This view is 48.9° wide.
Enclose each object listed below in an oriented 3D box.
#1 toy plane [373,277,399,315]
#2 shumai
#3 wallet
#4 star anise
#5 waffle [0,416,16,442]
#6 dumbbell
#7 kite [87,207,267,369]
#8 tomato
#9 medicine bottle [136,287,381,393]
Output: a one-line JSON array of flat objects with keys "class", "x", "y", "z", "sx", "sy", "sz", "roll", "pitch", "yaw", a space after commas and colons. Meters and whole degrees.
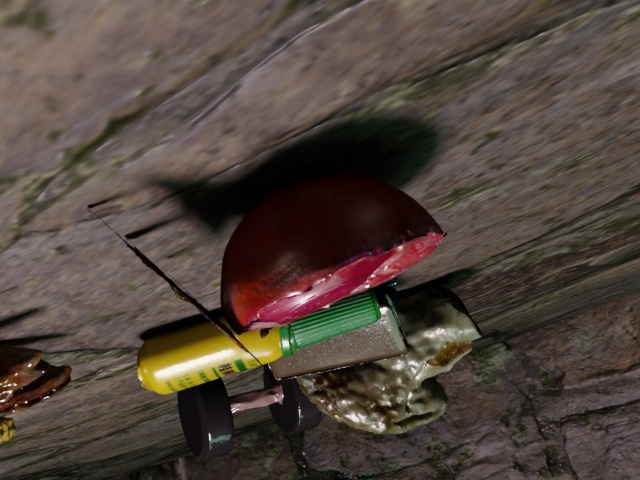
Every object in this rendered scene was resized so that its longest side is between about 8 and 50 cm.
[{"class": "toy plane", "x": 0.032, "y": 0.116, "z": 1.016, "sx": 0.235, "sy": 0.060, "sz": 0.096, "roll": -30, "pitch": 138, "yaw": 28}, {"class": "shumai", "x": 0.097, "y": 0.157, "z": 1.090, "sx": 0.272, "sy": 0.222, "sz": 0.203, "roll": -1, "pitch": 122, "yaw": -25}, {"class": "wallet", "x": 0.014, "y": 0.137, "z": 0.981, "sx": 0.198, "sy": 0.031, "sz": 0.110, "roll": -14, "pitch": 124, "yaw": 14}, {"class": "star anise", "x": -0.384, "y": 0.151, "z": 0.674, "sx": 0.288, "sy": 0.088, "sz": 0.288, "roll": -15, "pitch": 161, "yaw": -6}, {"class": "waffle", "x": -0.509, "y": 0.270, "z": 0.940, "sx": 0.191, "sy": 0.038, "sz": 0.191, "roll": -7, "pitch": 177, "yaw": 0}, {"class": "dumbbell", "x": -0.121, "y": 0.274, "z": 1.205, "sx": 0.218, "sy": 0.152, "sz": 0.152, "roll": -9, "pitch": 161, "yaw": -26}, {"class": "kite", "x": -0.098, "y": 0.049, "z": 0.536, "sx": 0.010, "sy": 0.160, "sz": 0.183, "roll": -48, "pitch": 161, "yaw": -9}, {"class": "tomato", "x": 0.000, "y": 0.000, "z": 0.555, "sx": 0.173, "sy": 0.099, "sz": 0.189, "roll": -33, "pitch": 169, "yaw": 30}, {"class": "medicine bottle", "x": -0.075, "y": 0.118, "z": 0.892, "sx": 0.309, "sy": 0.076, "sz": 0.111, "roll": -18, "pitch": 170, "yaw": -3}]
